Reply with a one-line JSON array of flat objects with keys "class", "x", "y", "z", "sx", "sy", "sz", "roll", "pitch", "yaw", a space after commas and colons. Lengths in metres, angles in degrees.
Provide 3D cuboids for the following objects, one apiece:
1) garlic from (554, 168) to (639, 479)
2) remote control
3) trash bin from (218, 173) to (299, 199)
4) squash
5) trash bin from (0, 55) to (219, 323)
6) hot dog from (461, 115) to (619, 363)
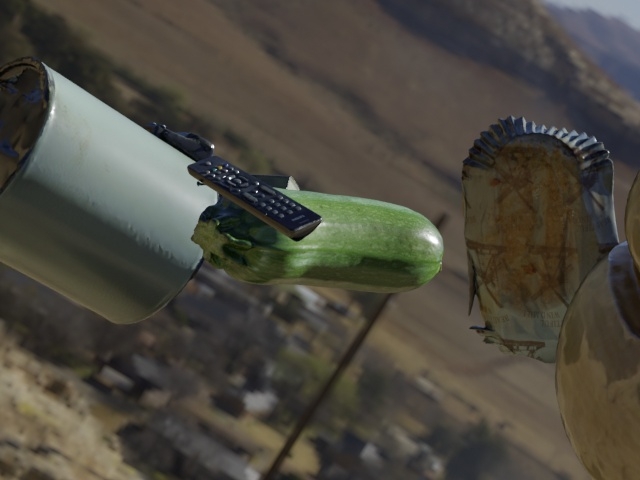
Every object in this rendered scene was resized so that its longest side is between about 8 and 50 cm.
[{"class": "garlic", "x": 0.293, "y": 0.051, "z": 1.153, "sx": 0.249, "sy": 0.286, "sz": 0.313, "roll": 48, "pitch": 41, "yaw": 4}, {"class": "remote control", "x": -0.042, "y": -0.025, "z": 0.983, "sx": 0.091, "sy": 0.016, "sz": 0.034, "roll": 32, "pitch": 36, "yaw": 29}, {"class": "trash bin", "x": -0.077, "y": -0.047, "z": 1.934, "sx": 0.092, "sy": 0.061, "sz": 0.043, "roll": 1, "pitch": -30, "yaw": 22}, {"class": "squash", "x": 0.000, "y": 0.000, "z": 1.145, "sx": 0.219, "sy": 0.068, "sz": 0.077, "roll": 4, "pitch": 35, "yaw": -42}, {"class": "trash bin", "x": -0.283, "y": -0.052, "z": 1.835, "sx": 0.262, "sy": 0.277, "sz": 0.217, "roll": 34, "pitch": -18, "yaw": -36}, {"class": "hot dog", "x": 0.230, "y": 0.003, "z": 1.660, "sx": 0.162, "sy": 0.270, "sz": 0.082, "roll": 0, "pitch": 16, "yaw": 18}]
